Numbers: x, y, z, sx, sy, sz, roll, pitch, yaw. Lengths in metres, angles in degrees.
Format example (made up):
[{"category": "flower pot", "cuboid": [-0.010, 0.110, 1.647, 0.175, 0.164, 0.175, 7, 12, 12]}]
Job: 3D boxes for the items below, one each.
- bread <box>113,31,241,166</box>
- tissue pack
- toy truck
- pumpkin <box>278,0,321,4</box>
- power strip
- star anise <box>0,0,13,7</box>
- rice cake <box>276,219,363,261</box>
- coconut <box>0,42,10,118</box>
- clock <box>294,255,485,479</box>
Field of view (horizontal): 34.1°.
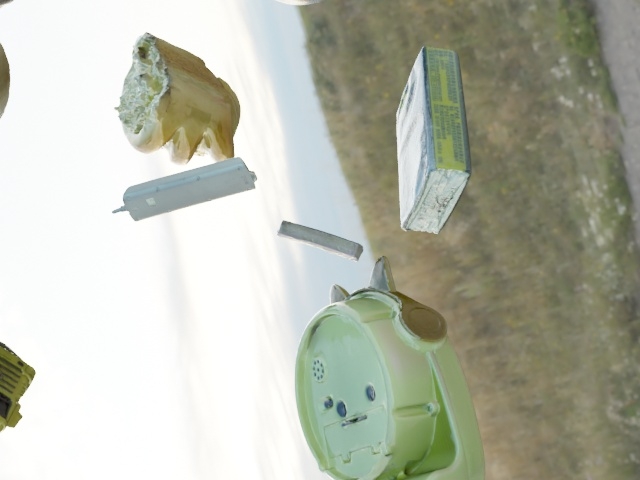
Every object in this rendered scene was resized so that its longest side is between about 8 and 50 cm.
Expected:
[{"category": "bread", "cuboid": [-0.304, -0.274, 2.224, 0.270, 0.211, 0.316, 23, -154, -37]}, {"category": "tissue pack", "cuboid": [0.186, -0.165, 1.734, 0.185, 0.081, 0.257, 108, 165, -56]}, {"category": "toy truck", "cuboid": [-0.734, 0.356, 2.022, 0.180, 0.405, 0.254, 35, -142, -24]}, {"category": "pumpkin", "cuboid": [-0.017, -0.588, 1.814, 0.266, 0.363, 0.363, 41, -156, -41]}, {"category": "power strip", "cuboid": [-0.223, -0.080, 1.699, 0.027, 0.252, 0.060, -92, -16, -48]}, {"category": "star anise", "cuboid": [-0.544, -0.357, 1.314, 0.332, 0.331, 0.118, -68, -3, -85]}, {"category": "rice cake", "cuboid": [0.000, 0.000, 2.425, 0.036, 0.206, 0.047, 118, 168, -81]}, {"category": "coconut", "cuboid": [-0.713, -0.298, 1.902, 0.329, 0.328, 0.329, -18, -90, -86]}, {"category": "clock", "cuboid": [0.069, 0.207, 1.383, 0.286, 0.117, 0.349, -35, 64, 54]}]
